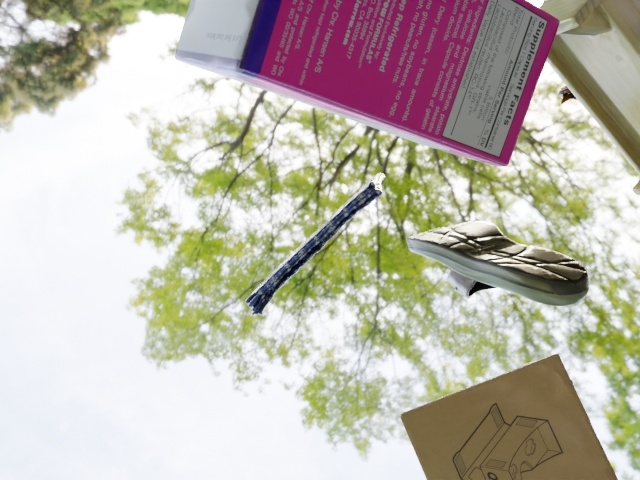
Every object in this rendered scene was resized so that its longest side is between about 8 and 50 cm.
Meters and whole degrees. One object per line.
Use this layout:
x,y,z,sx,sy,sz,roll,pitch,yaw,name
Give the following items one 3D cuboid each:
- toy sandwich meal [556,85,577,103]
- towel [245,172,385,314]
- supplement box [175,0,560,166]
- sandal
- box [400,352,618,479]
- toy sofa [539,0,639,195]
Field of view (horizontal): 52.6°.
0.472,-0.267,1.173,0.085,0.085,0.029,-7,-94,-33,toy sandwich meal
0.000,0.000,1.259,0.040,0.336,0.243,46,-167,-3,towel
0.036,-0.135,0.436,0.220,0.114,0.111,13,-170,-34,supplement box
0.210,0.040,0.840,0.120,0.086,0.303,-12,-160,-20,sandal
0.216,0.244,0.750,0.164,0.201,0.021,68,-166,13,box
0.476,-0.242,0.961,0.362,0.150,0.177,43,-99,-16,toy sofa
